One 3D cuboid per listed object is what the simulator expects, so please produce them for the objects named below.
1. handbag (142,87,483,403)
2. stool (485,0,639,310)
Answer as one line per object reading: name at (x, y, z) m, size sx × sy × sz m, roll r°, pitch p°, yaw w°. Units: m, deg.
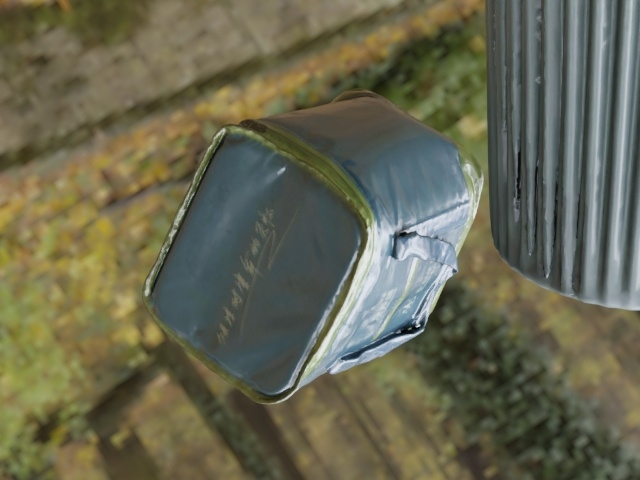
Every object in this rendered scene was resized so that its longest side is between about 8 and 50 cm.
handbag at (0.000, 0.000, 1.854) m, size 0.241 × 0.222 × 0.263 m, roll -26°, pitch 149°, yaw -56°
stool at (0.273, -0.140, 1.659) m, size 0.297 × 0.297 × 0.330 m, roll -29°, pitch 130°, yaw -46°
